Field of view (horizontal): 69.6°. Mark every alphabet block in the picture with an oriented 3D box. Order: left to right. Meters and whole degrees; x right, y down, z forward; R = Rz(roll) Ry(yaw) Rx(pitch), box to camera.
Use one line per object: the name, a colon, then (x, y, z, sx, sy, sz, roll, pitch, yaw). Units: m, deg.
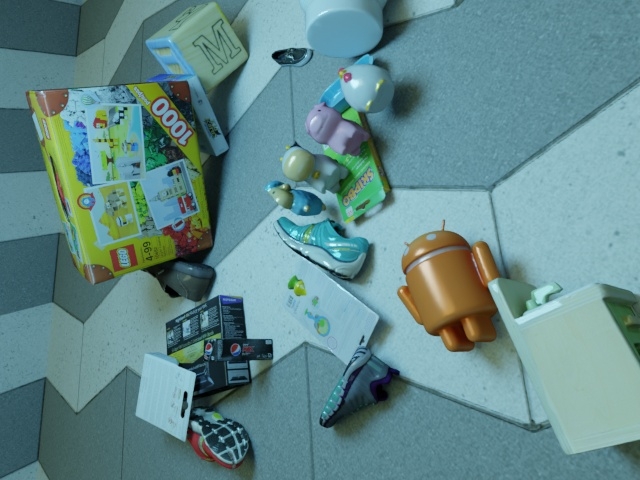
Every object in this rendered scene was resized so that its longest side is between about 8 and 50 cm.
alphabet block: (-0.384, -0.597, 1.442, 0.192, 0.193, 0.197, 24, 65, 45)

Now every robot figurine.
robot figurine: (0.213, 0.077, 0.782, 0.158, 0.128, 0.219, 100, 156, -61)

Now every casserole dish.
casserole dish: (0.063, -0.351, 1.073, 0.188, 0.037, 0.114, -32, 37, 38)

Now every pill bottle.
pill bottle: (0.051, -0.622, 1.046, 0.204, 0.204, 0.360, -12, 73, 44)

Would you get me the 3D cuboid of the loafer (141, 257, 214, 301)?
loafer: (-0.487, 0.117, 1.482, 0.366, 0.134, 0.130, 9, 88, 46)

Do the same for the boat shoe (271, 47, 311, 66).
boat shoe: (-0.083, -0.509, 1.274, 0.142, 0.040, 0.049, 13, 91, 46)

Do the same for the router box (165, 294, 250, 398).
router box: (-0.332, 0.316, 1.319, 0.309, 0.081, 0.242, -27, 63, 39)

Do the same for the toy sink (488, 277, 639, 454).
toy sink: (0.355, 0.136, 0.608, 0.131, 0.153, 0.234, -37, 56, 34)

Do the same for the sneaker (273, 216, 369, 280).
sneaker: (0.000, 0.000, 1.059, 0.275, 0.107, 0.109, 27, 81, 41)

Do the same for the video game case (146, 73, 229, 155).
video game case: (-0.427, -0.408, 1.483, 0.061, 0.244, 0.270, -40, 39, -25)

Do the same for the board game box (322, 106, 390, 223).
board game box: (0.074, -0.172, 1.045, 0.124, 0.039, 0.259, -34, 56, 36)

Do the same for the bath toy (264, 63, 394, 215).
bath toy: (0.014, -0.224, 0.984, 0.129, 0.151, 0.348, 42, 110, 26)

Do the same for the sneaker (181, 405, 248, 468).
sneaker: (-0.277, 0.537, 1.223, 0.279, 0.107, 0.118, 9, 103, 51)

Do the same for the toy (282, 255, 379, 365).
toy: (0.024, 0.149, 1.004, 0.237, 0.056, 0.136, 34, 114, 31)

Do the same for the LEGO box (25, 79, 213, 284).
LEGO box: (-0.545, -0.183, 1.313, 0.193, 0.373, 0.499, 20, 122, 46)

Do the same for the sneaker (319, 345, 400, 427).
sneaker: (0.072, 0.316, 0.915, 0.098, 0.083, 0.223, 29, 123, 10)

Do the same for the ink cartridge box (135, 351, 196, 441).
ink cartridge box: (-0.425, 0.435, 1.305, 0.233, 0.066, 0.188, 6, 87, 32)

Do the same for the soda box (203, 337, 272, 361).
soda box: (-0.200, 0.269, 1.132, 0.060, 0.169, 0.053, -16, 69, 43)
